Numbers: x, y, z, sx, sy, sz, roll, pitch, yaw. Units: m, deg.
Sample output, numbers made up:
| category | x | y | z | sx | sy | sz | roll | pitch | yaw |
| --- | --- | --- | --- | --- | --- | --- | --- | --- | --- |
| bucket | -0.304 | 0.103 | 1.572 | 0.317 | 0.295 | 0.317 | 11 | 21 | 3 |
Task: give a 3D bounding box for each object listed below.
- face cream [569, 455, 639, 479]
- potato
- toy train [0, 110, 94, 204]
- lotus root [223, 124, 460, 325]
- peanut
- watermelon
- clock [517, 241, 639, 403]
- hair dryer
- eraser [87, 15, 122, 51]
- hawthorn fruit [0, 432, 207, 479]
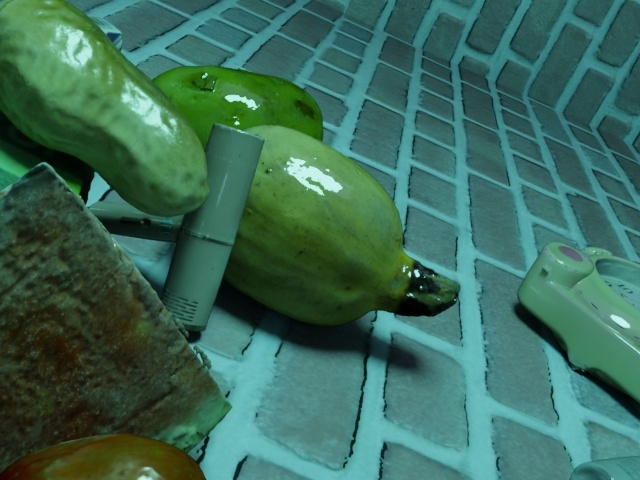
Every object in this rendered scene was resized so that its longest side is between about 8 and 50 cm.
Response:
| category | x | y | z | sx | sy | sz | roll | pitch | yaw |
| --- | --- | --- | --- | --- | --- | --- | --- | --- | --- |
| face cream | 0.338 | 0.254 | 0.856 | 0.198 | 0.057 | 0.084 | 10 | 29 | -34 |
| potato | -0.121 | -0.160 | 1.157 | 0.253 | 0.149 | 0.186 | 10 | 11 | -11 |
| toy train | -0.330 | -0.060 | 0.754 | 0.238 | 0.167 | 0.299 | 28 | 23 | -18 |
| lotus root | 0.000 | 0.000 | 0.900 | 0.310 | 0.183 | 0.183 | 32 | 25 | 4 |
| peanut | -0.192 | -0.108 | 0.732 | 0.236 | 0.110 | 0.120 | 45 | -3 | -11 |
| watermelon | -0.197 | 0.071 | 0.549 | 0.310 | 0.232 | 0.193 | -4 | 3 | -26 |
| clock | 0.449 | 0.116 | 1.171 | 0.309 | 0.114 | 0.284 | -1 | 33 | -46 |
| hair dryer | -0.167 | -0.039 | 0.852 | 0.220 | 0.195 | 0.053 | 23 | 7 | 36 |
| eraser | -0.366 | -0.230 | 1.087 | 0.068 | 0.124 | 0.210 | 39 | 28 | 28 |
| hawthorn fruit | -0.133 | 0.174 | 0.487 | 0.138 | 0.133 | 0.133 | 4 | 31 | -22 |
